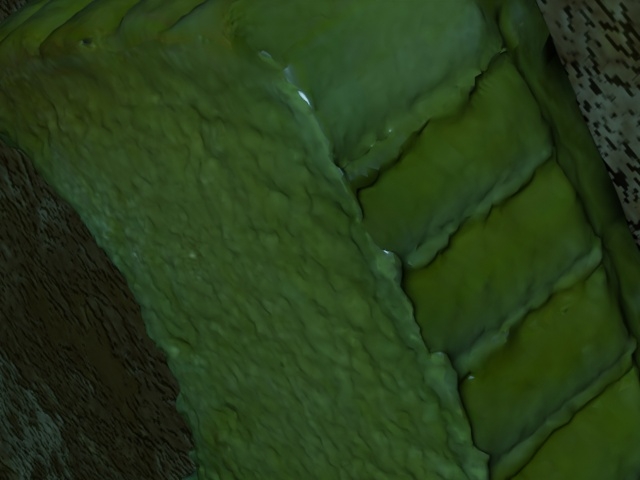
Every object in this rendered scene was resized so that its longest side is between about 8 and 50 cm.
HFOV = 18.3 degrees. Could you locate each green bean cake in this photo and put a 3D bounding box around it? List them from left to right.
[{"bbox_3d":[0.000,0.000,0.716,0.233,0.124,0.236,2,123,55],"label":"green bean cake"}]
